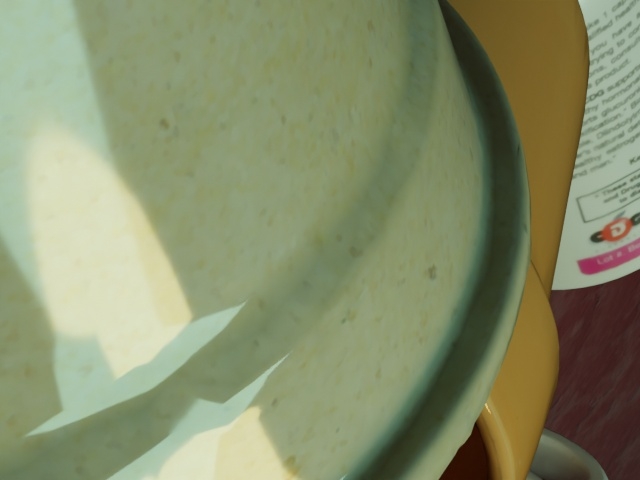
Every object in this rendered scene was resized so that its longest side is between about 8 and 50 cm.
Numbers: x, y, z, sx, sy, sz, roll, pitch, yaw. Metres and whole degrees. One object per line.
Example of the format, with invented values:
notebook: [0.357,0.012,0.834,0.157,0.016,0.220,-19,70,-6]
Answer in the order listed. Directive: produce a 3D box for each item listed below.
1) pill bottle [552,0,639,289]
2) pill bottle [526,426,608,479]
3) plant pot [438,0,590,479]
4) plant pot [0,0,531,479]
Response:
pill bottle: [0.093,-0.118,0.889,0.160,0.160,0.283,-46,142,-17]
pill bottle: [0.147,0.272,1.583,0.121,0.121,0.221,-15,135,-55]
plant pot: [-0.020,-0.030,0.734,0.203,0.291,0.291,-59,161,-31]
plant pot: [-0.131,-0.099,0.415,0.334,0.334,0.305,-42,142,-25]
